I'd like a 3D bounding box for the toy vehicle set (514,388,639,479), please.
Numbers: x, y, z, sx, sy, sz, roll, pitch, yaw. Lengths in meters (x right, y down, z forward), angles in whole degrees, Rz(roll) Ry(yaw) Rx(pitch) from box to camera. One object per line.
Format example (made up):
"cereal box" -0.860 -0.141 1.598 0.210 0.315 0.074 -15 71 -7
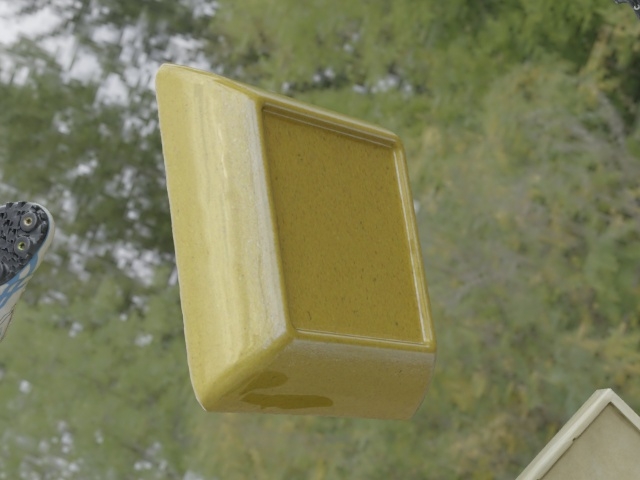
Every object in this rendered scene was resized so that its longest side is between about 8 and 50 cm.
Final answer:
"toy vehicle set" 0.270 0.273 1.173 0.166 0.267 0.035 -44 -1 -12

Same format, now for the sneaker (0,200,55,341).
"sneaker" -0.323 0.051 1.399 0.086 0.085 0.237 6 -48 -53

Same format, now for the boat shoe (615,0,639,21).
"boat shoe" 0.284 -0.232 1.328 0.040 0.142 0.049 -41 16 15

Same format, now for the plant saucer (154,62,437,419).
"plant saucer" 0.000 0.000 1.400 0.332 0.081 0.333 11 -115 -51
